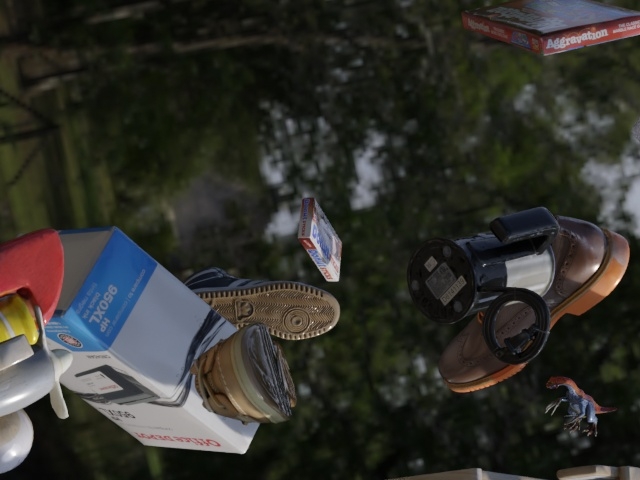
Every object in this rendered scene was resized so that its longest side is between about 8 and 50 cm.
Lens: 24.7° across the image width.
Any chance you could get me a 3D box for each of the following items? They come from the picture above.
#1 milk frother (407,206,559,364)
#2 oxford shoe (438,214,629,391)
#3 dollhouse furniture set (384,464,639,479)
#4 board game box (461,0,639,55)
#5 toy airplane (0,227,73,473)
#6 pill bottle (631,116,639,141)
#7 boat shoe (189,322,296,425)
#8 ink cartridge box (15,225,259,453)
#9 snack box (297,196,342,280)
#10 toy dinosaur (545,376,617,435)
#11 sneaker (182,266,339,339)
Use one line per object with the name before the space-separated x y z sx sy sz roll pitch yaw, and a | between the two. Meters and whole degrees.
milk frother | 0.182 0.050 1.411 0.129 0.135 0.143 -29 -103 43
oxford shoe | 0.266 0.083 2.068 0.363 0.133 0.130 -47 -152 34
dollhouse furniture set | 0.232 0.427 1.712 0.286 0.198 0.303 -15 -110 38
board game box | 0.301 -0.288 1.917 0.281 0.145 0.027 -136 -148 -68
toy airplane | -0.434 0.166 1.598 0.272 0.384 0.386 50 7 -16
pill bottle | 0.524 -0.201 2.053 0.180 0.108 0.108 -55 -145 22
boat shoe | -0.101 0.179 1.810 0.341 0.110 0.121 65 10 -80
ink cartridge box | -0.293 0.159 2.255 0.285 0.166 0.395 -4 -38 49
snack box | 0.000 0.000 2.160 0.178 0.022 0.064 57 36 -64
toy dinosaur | 0.266 0.166 1.531 0.047 0.090 0.082 15 -49 39
sneaker | -0.114 0.103 2.494 0.153 0.282 0.099 -122 -147 -76
